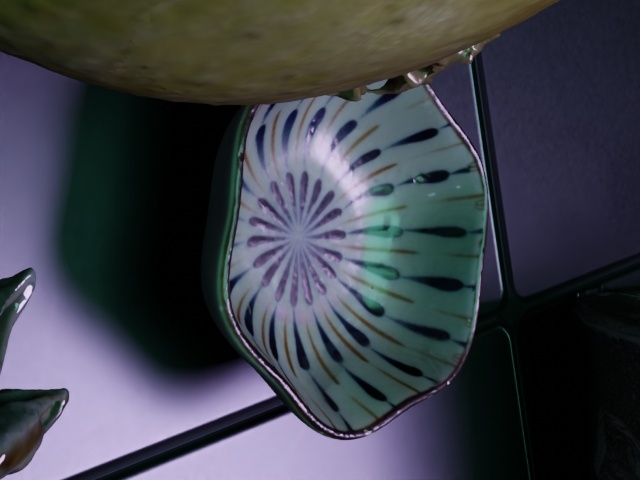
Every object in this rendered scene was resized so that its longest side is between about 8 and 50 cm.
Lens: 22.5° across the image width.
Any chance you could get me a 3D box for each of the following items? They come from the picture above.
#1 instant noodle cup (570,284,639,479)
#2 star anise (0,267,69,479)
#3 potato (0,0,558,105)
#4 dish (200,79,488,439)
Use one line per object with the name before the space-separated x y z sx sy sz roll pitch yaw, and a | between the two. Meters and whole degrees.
instant noodle cup | 0.242 0.142 0.917 0.217 0.217 0.207 -3 100 -43
star anise | -0.179 0.080 0.592 0.209 0.089 0.231 -1 97 -55
potato | -0.054 -0.223 0.589 0.442 0.319 0.385 12 42 -34
dish | 0.000 0.000 0.776 0.190 0.066 0.191 1 89 -46
